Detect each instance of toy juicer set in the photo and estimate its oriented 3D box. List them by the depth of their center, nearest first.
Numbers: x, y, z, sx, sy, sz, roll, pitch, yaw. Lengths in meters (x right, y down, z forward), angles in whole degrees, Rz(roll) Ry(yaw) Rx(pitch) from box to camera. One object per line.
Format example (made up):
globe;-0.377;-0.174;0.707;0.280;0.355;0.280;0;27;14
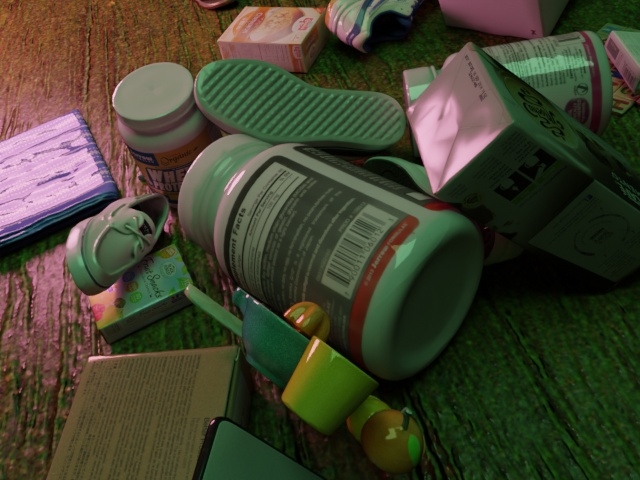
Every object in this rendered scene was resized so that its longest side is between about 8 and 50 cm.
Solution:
toy juicer set;-0.002;0.125;0.715;0.090;0.209;0.329;-54;30;-7

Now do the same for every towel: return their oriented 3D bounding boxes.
towel;-0.513;-0.117;1.217;0.243;0.040;0.336;-26;46;-13

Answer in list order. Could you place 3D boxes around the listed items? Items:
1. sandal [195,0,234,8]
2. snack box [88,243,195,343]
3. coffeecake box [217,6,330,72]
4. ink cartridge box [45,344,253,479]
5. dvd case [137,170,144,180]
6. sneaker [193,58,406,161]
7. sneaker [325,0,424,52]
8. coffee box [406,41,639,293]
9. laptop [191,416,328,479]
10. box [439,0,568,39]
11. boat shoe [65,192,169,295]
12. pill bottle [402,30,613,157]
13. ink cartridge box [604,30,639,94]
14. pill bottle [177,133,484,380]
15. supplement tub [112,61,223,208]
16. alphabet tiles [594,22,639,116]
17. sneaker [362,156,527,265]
sandal;-0.268;-0.595;1.618;0.072;0.049;0.180;-38;49;-22
snack box;-0.254;0.073;0.963;0.141;0.037;0.100;-25;45;-12
coffeecake box;-0.091;-0.411;1.379;0.185;0.068;0.142;8;48;21
ink cartridge box;-0.185;0.239;0.747;0.193;0.088;0.235;-4;45;9
dvd case;-0.268;-0.152;1.207;0.087;0.013;0.120;-3;47;11
sneaker;-0.040;-0.181;1.038;0.320;0.127;0.126;10;77;-17
sneaker;0.157;-0.463;1.362;0.296;0.112;0.131;-33;65;-16
coffee box;0.259;-0.078;0.803;0.119;0.297;0.168;-46;33;31
laptop;0.092;0.357;0.466;0.236;0.408;0.382;-29;33;36
box;0.388;-0.575;1.281;0.214;0.168;0.345;21;73;33
boat shoe;-0.279;-0.012;0.964;0.084;0.095;0.258;-20;25;11
pill bottle;0.273;-0.213;1.026;0.282;0.160;0.160;-8;45;7
ink cartridge box;0.576;-0.288;1.111;0.179;0.045;0.146;4;44;-7
pill bottle;0.000;0.000;0.850;0.362;0.210;0.210;28;58;35
supplement tub;-0.228;-0.160;1.060;0.144;0.200;0.145;-5;54;7
alphabet tiles;0.517;-0.291;1.151;0.237;0.009;0.198;-40;50;-24
sneaker;0.171;-0.039;0.949;0.123;0.106;0.290;-1;25;-37
